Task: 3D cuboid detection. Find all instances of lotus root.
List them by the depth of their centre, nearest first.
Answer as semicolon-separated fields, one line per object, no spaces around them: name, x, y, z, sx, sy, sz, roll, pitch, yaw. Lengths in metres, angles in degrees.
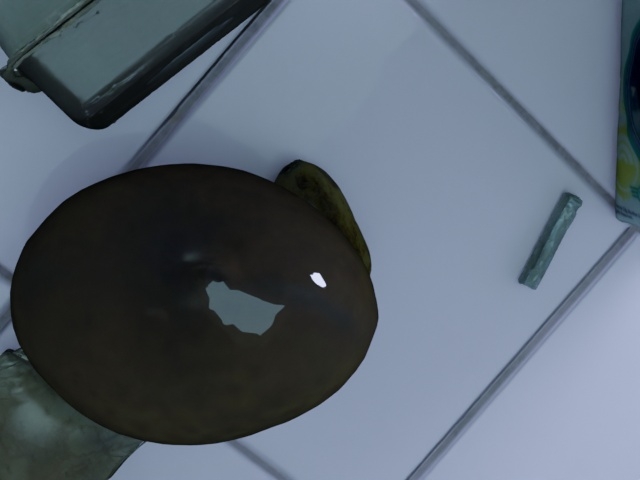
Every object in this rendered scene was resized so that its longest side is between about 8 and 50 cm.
lotus root;0.000;0.000;1.133;0.089;0.080;0.179;-25;106;-6

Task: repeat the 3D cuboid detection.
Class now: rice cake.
rice cake;0.267;0.001;1.231;0.022;0.021;0.121;23;97;-28

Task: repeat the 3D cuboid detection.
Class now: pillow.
pillow;-0.333;0.271;1.123;0.185;0.075;0.302;34;95;-21

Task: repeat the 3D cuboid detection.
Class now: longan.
longan;-0.119;0.057;1.006;0.349;0.288;0.289;1;105;14

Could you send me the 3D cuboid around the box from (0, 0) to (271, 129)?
box;-0.170;-0.236;0.965;0.290;0.220;0.166;-38;95;-2

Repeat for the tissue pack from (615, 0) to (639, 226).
tissue pack;0.441;-0.180;1.091;0.162;0.287;0.388;-7;106;-17
